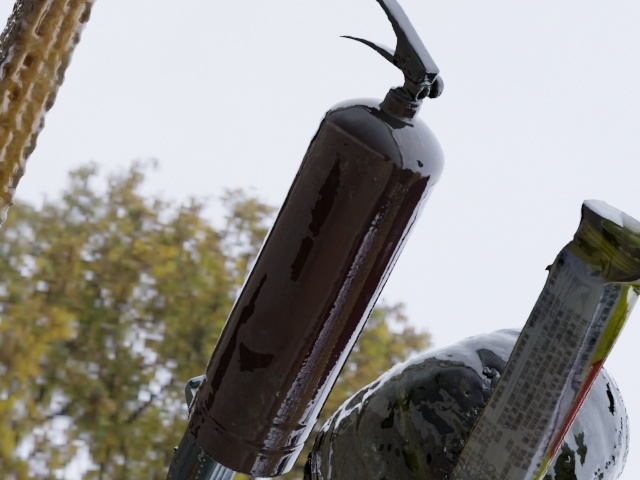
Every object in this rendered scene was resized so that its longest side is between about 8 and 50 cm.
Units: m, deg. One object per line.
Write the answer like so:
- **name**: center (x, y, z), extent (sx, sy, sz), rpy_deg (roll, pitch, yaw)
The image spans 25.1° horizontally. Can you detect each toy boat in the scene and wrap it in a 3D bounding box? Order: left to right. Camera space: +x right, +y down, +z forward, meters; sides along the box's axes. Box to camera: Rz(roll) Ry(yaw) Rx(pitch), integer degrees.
- **toy boat**: center (-0.140, 0.259, 1.723), extent (0.103, 0.093, 0.246), rpy_deg (32, -73, 21)

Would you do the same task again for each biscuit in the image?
- **biscuit**: center (-0.224, -0.180, 1.176), extent (0.094, 0.054, 0.378), rpy_deg (-10, -123, 65)
- **biscuit**: center (0.075, 0.110, 0.636), extent (0.048, 0.026, 0.292), rpy_deg (46, -52, 36)

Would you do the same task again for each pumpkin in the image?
- **pumpkin**: center (0.141, 0.199, 1.350), extent (0.320, 0.320, 0.192), rpy_deg (-32, -109, 39)

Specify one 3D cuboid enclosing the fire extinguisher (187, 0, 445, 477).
- **fire extinguisher**: center (0.000, 0.000, 0.781), extent (0.089, 0.072, 0.267), rpy_deg (44, -60, 35)
